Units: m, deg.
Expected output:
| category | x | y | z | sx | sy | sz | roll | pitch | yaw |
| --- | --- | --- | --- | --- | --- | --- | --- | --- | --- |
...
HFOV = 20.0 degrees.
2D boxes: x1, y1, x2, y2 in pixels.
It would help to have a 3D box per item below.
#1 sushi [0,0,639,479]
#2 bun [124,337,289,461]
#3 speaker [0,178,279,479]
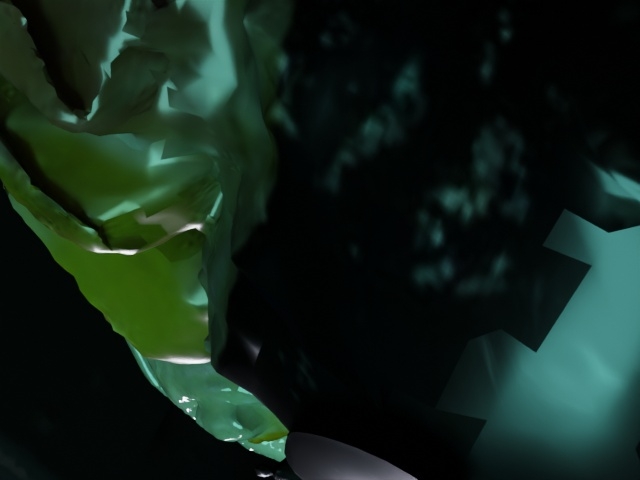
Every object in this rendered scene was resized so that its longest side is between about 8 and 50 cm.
| category | x | y | z | sx | sy | sz | roll | pitch | yaw |
| --- | --- | --- | --- | --- | --- | --- | --- | --- | --- |
| sushi | 0.059 | -0.075 | 0.528 | 0.285 | 0.328 | 0.328 | 28 | 164 | 20 |
| bun | 0.000 | 0.000 | 0.774 | 0.283 | 0.179 | 0.283 | 17 | 144 | 13 |
| speaker | -0.163 | 0.056 | 0.972 | 0.184 | 0.180 | 0.388 | -2 | 140 | 43 |
